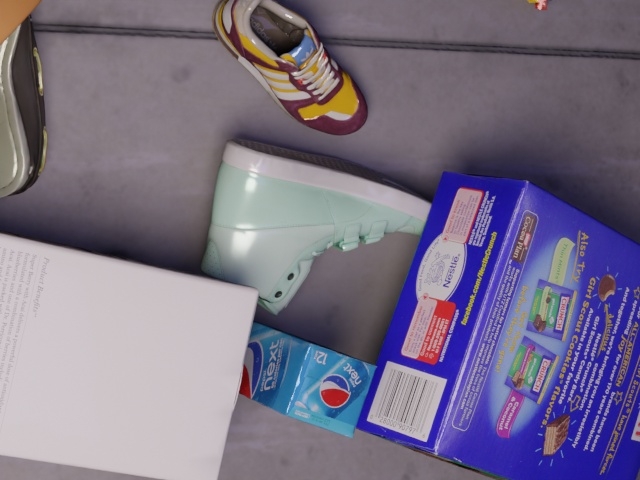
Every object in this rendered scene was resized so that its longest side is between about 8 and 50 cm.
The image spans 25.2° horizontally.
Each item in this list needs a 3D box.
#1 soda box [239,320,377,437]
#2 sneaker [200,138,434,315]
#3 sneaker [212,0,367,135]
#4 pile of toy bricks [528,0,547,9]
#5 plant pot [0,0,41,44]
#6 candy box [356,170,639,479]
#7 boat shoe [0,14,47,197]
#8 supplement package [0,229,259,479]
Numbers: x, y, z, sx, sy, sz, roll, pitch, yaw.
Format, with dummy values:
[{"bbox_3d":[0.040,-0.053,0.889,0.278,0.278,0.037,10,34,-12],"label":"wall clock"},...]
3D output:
[{"bbox_3d":[-0.034,0.117,1.294,0.071,0.210,0.067,21,86,-25],"label":"soda box"},{"bbox_3d":[-0.001,0.000,1.374,0.256,0.094,0.151,12,102,-32],"label":"sneaker"},{"bbox_3d":[-0.019,-0.162,1.347,0.185,0.084,0.069,37,79,-22],"label":"sneaker"},{"bbox_3d":[0.190,-0.335,1.430,0.105,0.118,0.212,0,105,7],"label":"pile of toy bricks"},{"bbox_3d":[-0.333,-0.207,1.078,0.203,0.291,0.291,44,77,-17],"label":"plant pot"},{"bbox_3d":[0.215,0.109,1.416,0.317,0.122,0.268,25,82,-40],"label":"candy box"},{"bbox_3d":[-0.283,-0.152,1.240,0.081,0.069,0.227,-3,94,11],"label":"boat shoe"},{"bbox_3d":[-0.230,0.091,1.221,0.293,0.175,0.177,14,87,-25],"label":"supplement package"}]
